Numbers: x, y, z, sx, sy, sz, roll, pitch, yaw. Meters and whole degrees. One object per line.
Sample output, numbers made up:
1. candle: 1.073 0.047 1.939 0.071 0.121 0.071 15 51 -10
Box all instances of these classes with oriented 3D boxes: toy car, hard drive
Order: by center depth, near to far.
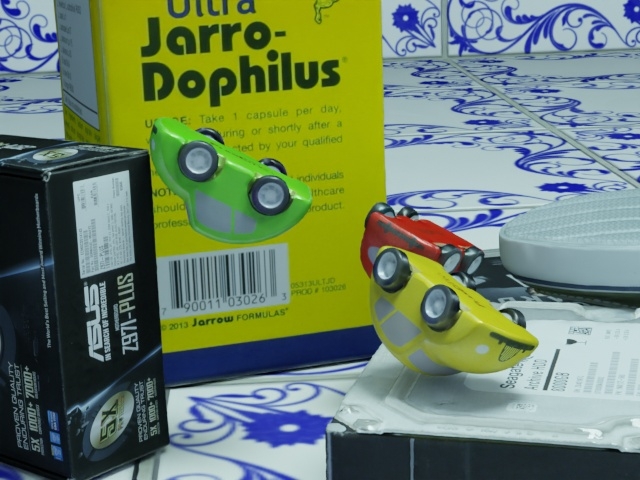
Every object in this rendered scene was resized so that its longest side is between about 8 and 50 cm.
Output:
1. hard drive: 0.193 0.095 0.728 0.339 0.064 0.237 1 14 16
2. toy car: 0.000 0.000 0.751 0.225 0.053 0.239 26 11 -8

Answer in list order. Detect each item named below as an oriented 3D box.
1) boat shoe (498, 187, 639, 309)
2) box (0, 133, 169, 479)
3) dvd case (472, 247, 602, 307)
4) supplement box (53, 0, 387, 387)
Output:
1. boat shoe: 0.265 0.025 0.855 0.302 0.094 0.109 1 22 21
2. box: -0.170 0.033 0.777 0.147 0.180 0.077 10 18 39
3. dvd case: 0.157 0.046 1.005 0.179 0.030 0.239 -5 13 -8
4. supplement box: -0.076 -0.100 0.946 0.195 0.357 0.194 -7 15 -18
